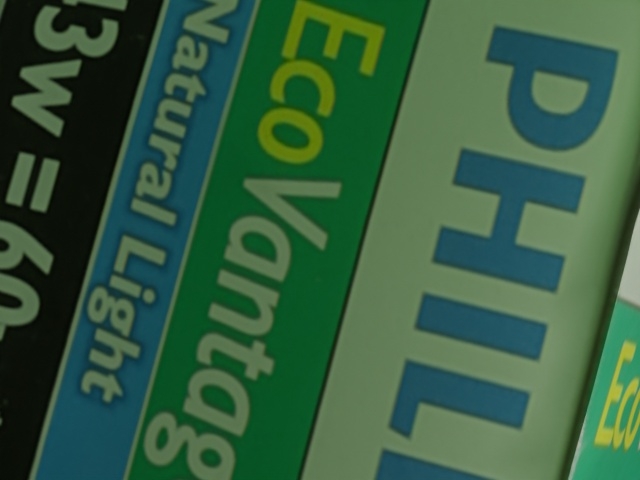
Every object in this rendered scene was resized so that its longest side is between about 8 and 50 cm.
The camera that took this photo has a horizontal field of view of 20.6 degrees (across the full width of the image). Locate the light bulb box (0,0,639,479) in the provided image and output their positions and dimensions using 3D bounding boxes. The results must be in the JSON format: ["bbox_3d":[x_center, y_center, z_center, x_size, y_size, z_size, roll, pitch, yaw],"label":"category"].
[{"bbox_3d":[-0.049,0.039,0.579,0.358,0.361,0.225,20,84,-67],"label":"light bulb box"}]
